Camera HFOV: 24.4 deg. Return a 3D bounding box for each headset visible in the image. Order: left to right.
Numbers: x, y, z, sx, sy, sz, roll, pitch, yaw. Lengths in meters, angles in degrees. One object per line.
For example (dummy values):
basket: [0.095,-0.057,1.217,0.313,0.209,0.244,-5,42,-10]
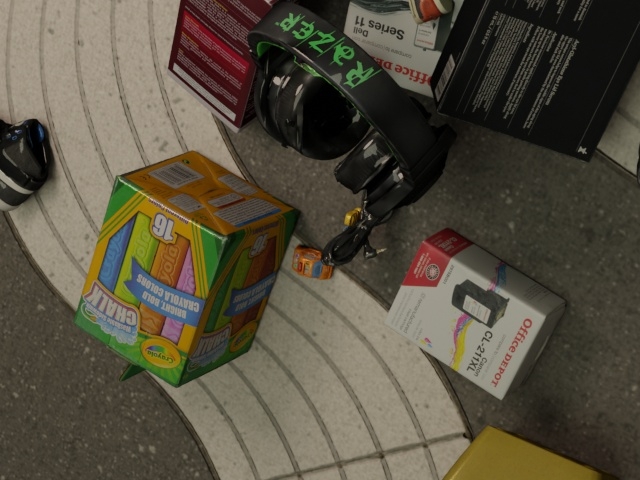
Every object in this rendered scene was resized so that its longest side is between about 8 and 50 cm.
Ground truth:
headset: [0.023,-0.103,1.640,0.243,0.394,0.185,39,82,25]

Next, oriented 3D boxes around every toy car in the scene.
toy car: [0.000,0.000,1.862,0.060,0.040,0.122,35,118,17]

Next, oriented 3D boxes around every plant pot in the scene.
plant pot: [0.237,0.330,1.717,0.212,0.212,0.187,21,88,23]

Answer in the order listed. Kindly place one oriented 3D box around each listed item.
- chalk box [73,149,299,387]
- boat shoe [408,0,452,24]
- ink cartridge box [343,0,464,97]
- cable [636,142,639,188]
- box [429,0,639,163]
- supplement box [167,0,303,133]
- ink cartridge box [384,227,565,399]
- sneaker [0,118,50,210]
chalk box: [-0.182,0.062,1.901,0.179,0.180,0.288,29,116,20]
boat shoe: [0.099,-0.305,1.620,0.043,0.049,0.137,-20,97,34]
ink cartridge box: [0.119,-0.280,1.694,0.153,0.087,0.208,21,113,24]
cable: [0.414,-0.077,1.607,0.150,0.047,0.184,-43,68,42]
box: [0.251,-0.238,1.578,0.184,0.103,0.261,19,115,-10]
supplement box: [-0.103,-0.255,1.777,0.130,0.073,0.239,41,147,14]
ink cartridge box: [0.184,0.086,1.762,0.175,0.072,0.127,32,116,19]
sneaker: [-0.452,-0.159,2.059,0.121,0.079,0.217,-34,94,28]
